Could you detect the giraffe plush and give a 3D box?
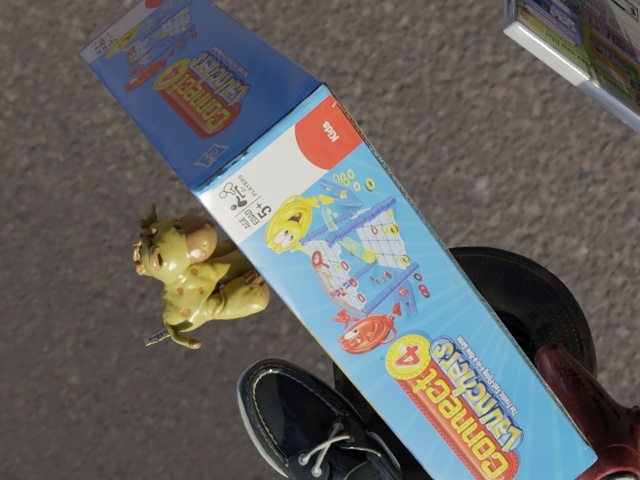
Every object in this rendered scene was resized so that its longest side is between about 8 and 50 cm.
[{"bbox_3d":[-0.192,0.031,1.899,0.181,0.210,0.170,28,147,50],"label":"giraffe plush"}]

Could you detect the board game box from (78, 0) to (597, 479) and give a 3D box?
[{"bbox_3d":[0.000,0.000,0.843,0.302,0.086,0.308,51,177,-28],"label":"board game box"}]

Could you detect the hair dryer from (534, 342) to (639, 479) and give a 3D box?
[{"bbox_3d":[0.336,0.191,1.344,0.293,0.223,0.080,27,136,27],"label":"hair dryer"}]

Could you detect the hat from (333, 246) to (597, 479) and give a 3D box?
[{"bbox_3d":[0.185,0.160,1.615,0.331,0.134,0.331,-2,85,25],"label":"hat"}]

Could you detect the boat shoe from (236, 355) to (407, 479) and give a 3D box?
[{"bbox_3d":[0.028,0.242,1.403,0.302,0.114,0.091,46,169,0],"label":"boat shoe"}]

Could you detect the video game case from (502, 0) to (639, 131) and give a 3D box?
[{"bbox_3d":[0.283,-0.243,1.471,0.212,0.193,0.023,31,135,-26],"label":"video game case"}]
